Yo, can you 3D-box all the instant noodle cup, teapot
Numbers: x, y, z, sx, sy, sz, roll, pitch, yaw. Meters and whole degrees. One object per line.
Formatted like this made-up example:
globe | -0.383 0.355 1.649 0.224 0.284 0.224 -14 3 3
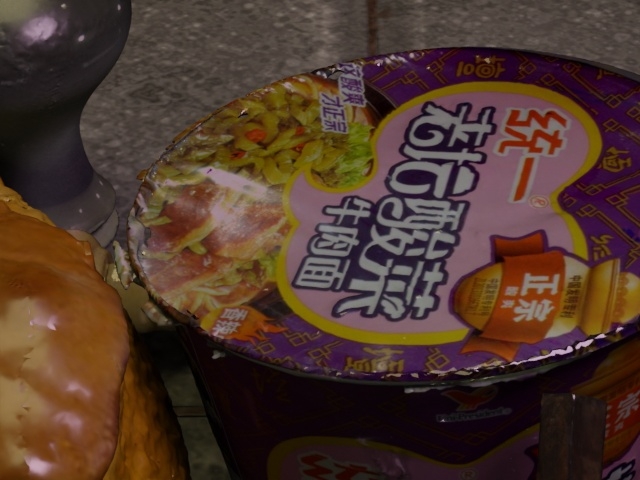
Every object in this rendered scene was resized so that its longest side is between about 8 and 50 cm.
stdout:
instant noodle cup | 0.068 0.076 0.889 0.339 0.266 0.340 -4 34 3
teapot | -0.226 -0.106 1.172 0.183 0.251 0.183 -2 38 2

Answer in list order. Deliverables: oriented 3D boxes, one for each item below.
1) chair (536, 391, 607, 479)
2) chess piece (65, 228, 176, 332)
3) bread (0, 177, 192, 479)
chair | 0.219 0.288 0.654 0.203 0.416 0.240 -5 -16 43
chess piece | -0.281 0.041 1.103 0.397 0.117 0.117 2 37 2
bread | -0.267 0.138 0.801 0.398 0.215 0.398 -14 52 18
